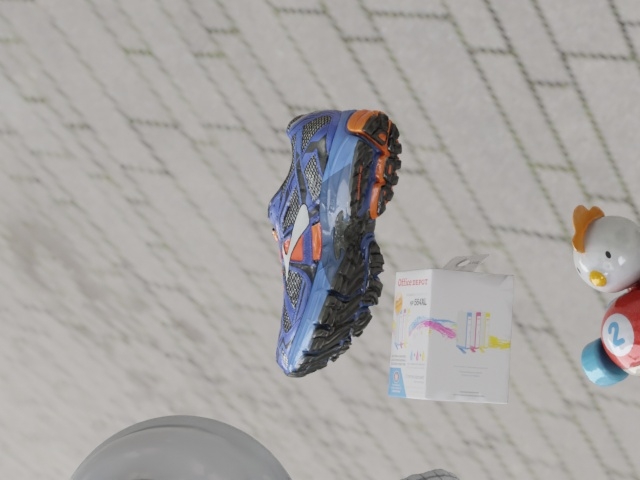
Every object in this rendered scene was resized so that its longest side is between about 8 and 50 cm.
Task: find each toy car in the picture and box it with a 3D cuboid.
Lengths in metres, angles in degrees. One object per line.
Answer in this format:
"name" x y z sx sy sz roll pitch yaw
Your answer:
"toy car" 0.434 0.055 2.128 0.238 0.210 0.219 44 140 -7

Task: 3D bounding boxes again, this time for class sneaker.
"sneaker" 0.000 0.000 1.142 0.087 0.221 0.083 20 -168 34

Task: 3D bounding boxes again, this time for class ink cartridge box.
"ink cartridge box" 0.126 0.083 1.423 0.090 0.143 0.092 5 175 -20

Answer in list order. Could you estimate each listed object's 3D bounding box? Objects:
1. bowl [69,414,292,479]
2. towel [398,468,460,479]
"bowl" -0.169 0.325 1.537 0.298 0.297 0.134 28 177 17
"towel" 0.080 0.405 1.648 0.235 0.284 0.121 -126 17 -54
